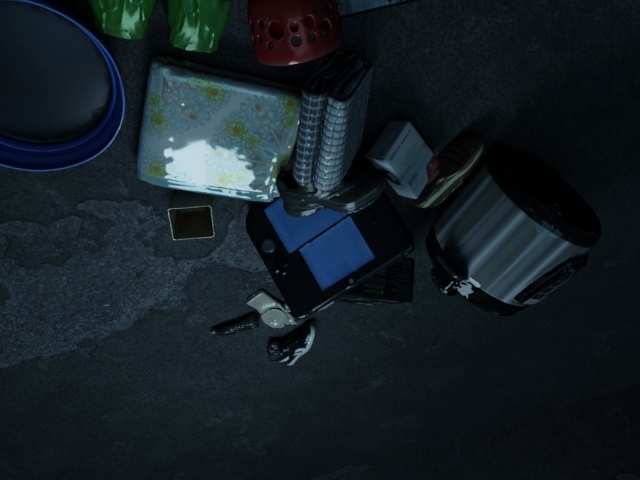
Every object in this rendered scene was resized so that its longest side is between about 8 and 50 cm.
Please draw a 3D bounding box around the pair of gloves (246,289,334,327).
[{"bbox_3d":[-0.097,0.207,1.889,0.240,0.042,0.204,-26,133,13],"label":"pair of gloves"}]

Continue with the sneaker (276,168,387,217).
[{"bbox_3d":[0.020,-0.136,1.408,0.286,0.109,0.130,-10,134,20],"label":"sneaker"}]

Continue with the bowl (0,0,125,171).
[{"bbox_3d":[-0.606,-0.322,1.189,0.391,0.077,0.391,-8,134,-8],"label":"bowl"}]

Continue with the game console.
[{"bbox_3d":[0.009,-0.026,1.517,0.387,0.342,0.060,-34,164,19],"label":"game console"}]

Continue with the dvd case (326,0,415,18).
[{"bbox_3d":[0.105,-0.575,1.218,0.253,0.022,0.180,-14,135,-1],"label":"dvd case"}]

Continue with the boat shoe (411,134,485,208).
[{"bbox_3d":[0.366,-0.187,1.605,0.095,0.095,0.257,12,136,-41],"label":"boat shoe"}]

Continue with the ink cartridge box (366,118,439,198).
[{"bbox_3d":[0.218,-0.214,1.510,0.175,0.072,0.127,43,76,-38],"label":"ink cartridge box"}]

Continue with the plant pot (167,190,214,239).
[{"bbox_3d":[-0.343,-0.076,1.529,0.109,0.096,0.109,-5,133,-9],"label":"plant pot"}]

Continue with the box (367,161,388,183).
[{"bbox_3d":[0.155,-0.182,1.576,0.083,0.052,0.062,-35,130,18],"label":"box"}]

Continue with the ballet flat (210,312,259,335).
[{"bbox_3d":[-0.285,0.286,1.928,0.173,0.049,0.057,-16,167,7],"label":"ballet flat"}]

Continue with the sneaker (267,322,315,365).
[{"bbox_3d":[-0.114,0.361,2.001,0.121,0.079,0.217,14,129,-26],"label":"sneaker"}]

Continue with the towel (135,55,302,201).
[{"bbox_3d":[-0.239,-0.257,1.396,0.375,0.090,0.320,7,128,-20],"label":"towel"}]

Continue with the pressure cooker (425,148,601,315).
[{"bbox_3d":[0.510,0.002,1.623,0.370,0.375,0.420,27,123,-15],"label":"pressure cooker"}]

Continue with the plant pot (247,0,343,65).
[{"bbox_3d":[-0.059,-0.473,1.168,0.191,0.191,0.174,-14,126,0],"label":"plant pot"}]

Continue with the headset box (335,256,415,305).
[{"bbox_3d":[0.100,0.113,1.705,0.247,0.131,0.283,9,169,-22],"label":"headset box"}]

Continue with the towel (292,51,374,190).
[{"bbox_3d":[0.025,-0.280,1.314,0.121,0.283,0.235,15,128,9],"label":"towel"}]

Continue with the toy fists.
[{"bbox_3d":[-0.321,-0.481,1.161,0.279,0.096,0.142,6,141,-20],"label":"toy fists"}]
